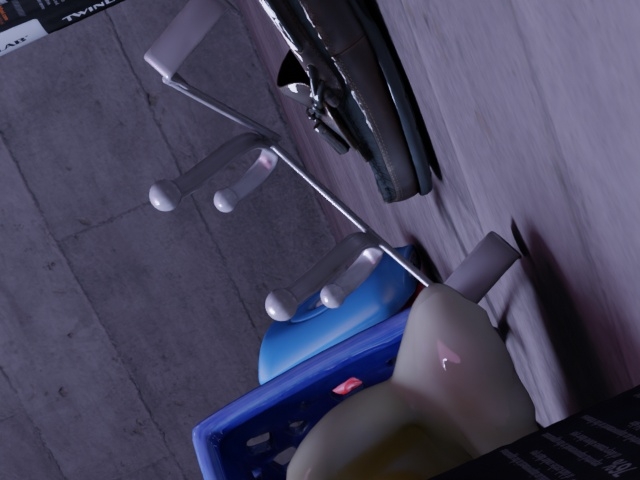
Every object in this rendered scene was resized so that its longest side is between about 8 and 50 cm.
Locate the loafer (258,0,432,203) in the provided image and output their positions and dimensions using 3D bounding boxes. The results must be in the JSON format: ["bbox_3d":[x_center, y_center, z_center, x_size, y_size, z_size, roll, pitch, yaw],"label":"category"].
[{"bbox_3d":[-0.007,-0.135,1.062,0.096,0.084,0.267,-117,3,-65],"label":"loafer"}]

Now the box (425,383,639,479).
[{"bbox_3d":[0.062,0.139,0.555,0.153,0.207,0.108,-175,61,-88],"label":"box"}]

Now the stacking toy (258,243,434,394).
[{"bbox_3d":[0.093,0.169,1.506,0.302,0.165,0.175,55,-165,-8],"label":"stacking toy"}]

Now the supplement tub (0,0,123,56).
[{"bbox_3d":[-0.230,-0.301,1.453,0.207,0.338,0.207,156,90,-89],"label":"supplement tub"}]

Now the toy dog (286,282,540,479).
[{"bbox_3d":[-0.051,0.255,0.858,0.284,0.408,0.395,59,164,4],"label":"toy dog"}]

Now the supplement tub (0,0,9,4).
[{"bbox_3d":[-0.201,-0.283,1.162,0.193,0.316,0.194,155,90,-88],"label":"supplement tub"}]

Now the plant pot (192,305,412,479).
[{"bbox_3d":[0.067,0.223,1.321,0.212,0.236,0.236,49,-165,-57],"label":"plant pot"}]

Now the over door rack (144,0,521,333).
[{"bbox_3d":[0.000,0.000,1.034,0.239,0.108,0.324,41,173,12],"label":"over door rack"}]
